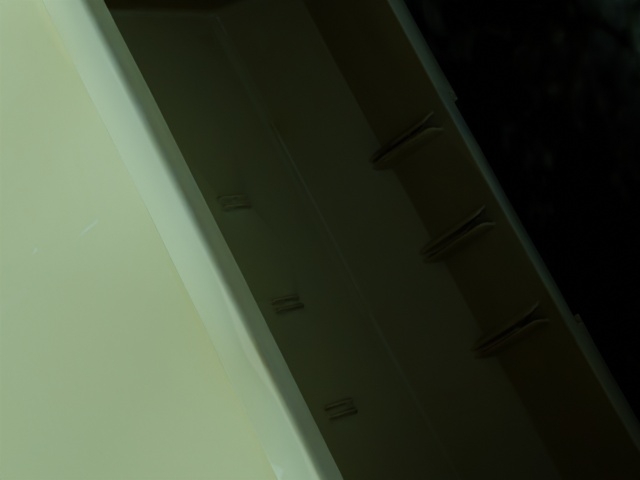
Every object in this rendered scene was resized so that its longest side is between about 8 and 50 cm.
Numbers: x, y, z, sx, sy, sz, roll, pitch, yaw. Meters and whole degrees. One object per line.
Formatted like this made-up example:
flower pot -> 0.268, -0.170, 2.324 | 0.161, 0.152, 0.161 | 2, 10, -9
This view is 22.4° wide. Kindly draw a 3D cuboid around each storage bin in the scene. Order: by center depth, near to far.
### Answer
storage bin -> 0.000, 0.000, 0.475 | 0.123, 0.260, 0.262 | -36, 76, 33
